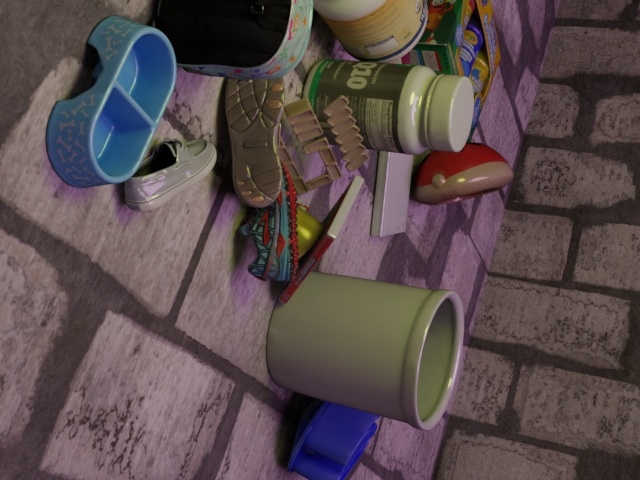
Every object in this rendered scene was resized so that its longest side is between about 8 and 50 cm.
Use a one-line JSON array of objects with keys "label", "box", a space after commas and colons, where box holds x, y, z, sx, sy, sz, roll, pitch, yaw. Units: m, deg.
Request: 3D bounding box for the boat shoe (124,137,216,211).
[{"label": "boat shoe", "box": [-0.261, -0.135, 1.513, 0.227, 0.079, 0.081, -46, 143, -45]}]

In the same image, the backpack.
[{"label": "backpack", "box": [-0.138, -0.387, 1.480, 0.191, 0.254, 0.225, 1, 97, -64]}]

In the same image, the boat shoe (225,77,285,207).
[{"label": "boat shoe", "box": [-0.136, -0.225, 1.729, 0.116, 0.123, 0.324, 162, -69, -81]}]

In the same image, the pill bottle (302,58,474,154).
[{"label": "pill bottle", "box": [0.157, -0.308, 1.988, 0.204, 0.361, 0.204, -35, 130, -57]}]

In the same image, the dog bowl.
[{"label": "dog bowl", "box": [-0.322, -0.219, 1.368, 0.166, 0.074, 0.297, 53, 51, -56]}]

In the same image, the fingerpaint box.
[{"label": "fingerpaint box", "box": [0.412, -0.584, 2.646, 0.371, 0.163, 0.444, -67, 151, -26]}]

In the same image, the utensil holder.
[{"label": "utensil holder", "box": [0.109, 0.248, 2.056, 0.328, 0.386, 0.327, -35, 130, -57]}]

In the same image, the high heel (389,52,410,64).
[{"label": "high heel", "box": [0.180, -0.520, 2.311, 0.181, 0.127, 0.377, -95, 180, -72]}]

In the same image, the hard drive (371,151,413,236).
[{"label": "hard drive", "box": [0.216, -0.172, 2.531, 0.203, 0.040, 0.307, -12, 109, -63]}]

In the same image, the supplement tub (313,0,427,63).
[{"label": "supplement tub", "box": [0.096, -0.563, 1.929, 0.316, 0.228, 0.228, 37, 66, -62]}]

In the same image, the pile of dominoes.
[{"label": "pile of dominoes", "box": [-0.005, -0.222, 1.937, 0.251, 0.196, 0.040, 62, 8, -53]}]

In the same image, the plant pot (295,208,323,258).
[{"label": "plant pot", "box": [-0.075, -0.024, 1.901, 0.095, 0.134, 0.134, 47, 50, -19]}]

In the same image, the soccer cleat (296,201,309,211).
[{"label": "soccer cleat", "box": [-0.055, -0.071, 2.023, 0.083, 0.029, 0.035, 5, 103, -61]}]

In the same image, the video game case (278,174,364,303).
[{"label": "video game case", "box": [0.000, 0.000, 1.955, 0.285, 0.025, 0.204, -54, -173, 48]}]

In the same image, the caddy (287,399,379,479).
[{"label": "caddy", "box": [0.036, 0.486, 2.239, 0.341, 0.179, 0.241, -41, 158, -53]}]

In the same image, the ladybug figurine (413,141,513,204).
[{"label": "ladybug figurine", "box": [0.444, -0.215, 2.723, 0.449, 0.305, 0.161, -9, 84, -65]}]

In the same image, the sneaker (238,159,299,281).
[{"label": "sneaker", "box": [-0.114, -0.044, 1.800, 0.104, 0.125, 0.261, 46, 42, -81]}]
